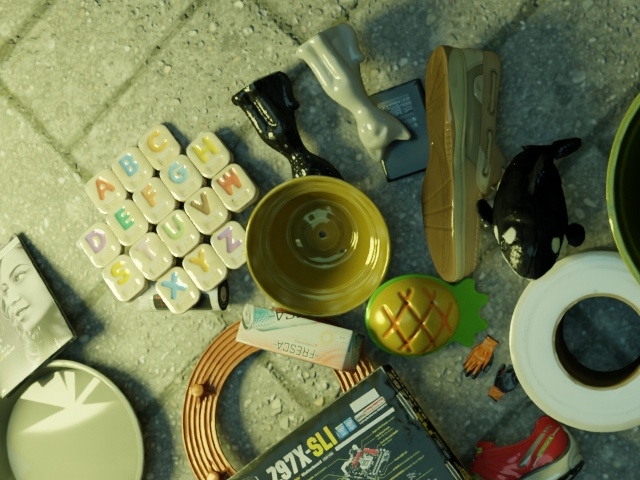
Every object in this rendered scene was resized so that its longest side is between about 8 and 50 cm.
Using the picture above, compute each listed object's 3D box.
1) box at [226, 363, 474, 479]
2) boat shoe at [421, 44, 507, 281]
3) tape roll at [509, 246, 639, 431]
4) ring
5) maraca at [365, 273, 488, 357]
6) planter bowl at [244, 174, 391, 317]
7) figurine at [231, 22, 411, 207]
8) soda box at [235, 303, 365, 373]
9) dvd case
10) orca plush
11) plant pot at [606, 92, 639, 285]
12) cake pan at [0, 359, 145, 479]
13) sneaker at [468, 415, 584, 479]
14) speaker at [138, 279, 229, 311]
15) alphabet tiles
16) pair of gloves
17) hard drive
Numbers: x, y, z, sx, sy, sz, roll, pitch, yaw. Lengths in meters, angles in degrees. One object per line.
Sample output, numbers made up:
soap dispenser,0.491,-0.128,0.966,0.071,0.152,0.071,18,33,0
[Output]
box,0.042,0.373,1.675,0.322,0.079,0.257,-38,77,8
boat shoe,0.217,-0.110,1.692,0.110,0.121,0.341,1,89,-17
tape roll,0.392,0.132,1.630,0.246,0.169,0.246,1,92,15
ring,-0.066,0.267,1.788,0.336,0.032,0.337,-5,76,20
maraca,0.158,0.110,1.734,0.185,0.099,0.127,-3,105,-8
planter bowl,0.000,0.000,1.763,0.217,0.090,0.217,2,105,6
figurine,0.007,-0.185,1.763,0.215,0.092,0.209,-32,91,26
soda box,-0.030,0.146,1.752,0.183,0.058,0.063,13,83,23
dvd case,-0.508,0.122,1.924,0.164,0.018,0.221,-40,65,12
orca plush,0.309,-0.074,1.589,0.151,0.287,0.102,28,134,12
plant pot,0.553,-0.066,1.485,0.366,0.353,0.367,1,92,15
cake pan,-0.413,0.337,1.915,0.293,0.054,0.293,0,92,15
sneaker,0.251,0.356,1.727,0.279,0.107,0.118,-35,64,10
speaker,-0.217,0.085,1.855,0.136,0.055,0.055,-1,91,15
alphabet tiles,-0.239,-0.037,1.843,0.284,0.021,0.278,-39,72,6
pair of gloves,0.258,0.191,1.750,0.083,0.010,0.074,39,101,10
hard drive,0.126,-0.165,1.770,0.094,0.022,0.135,-18,87,15
